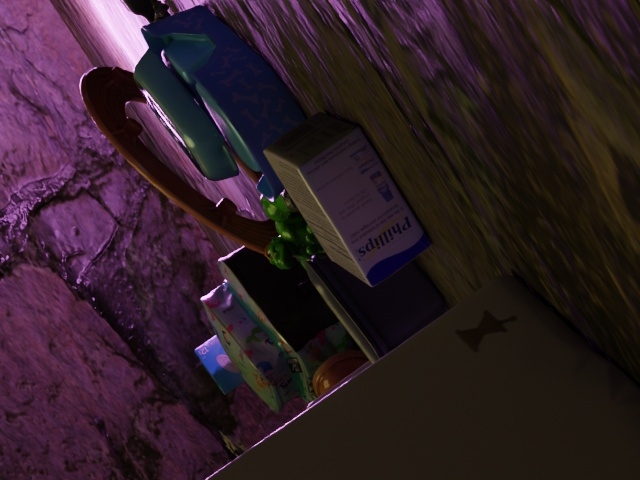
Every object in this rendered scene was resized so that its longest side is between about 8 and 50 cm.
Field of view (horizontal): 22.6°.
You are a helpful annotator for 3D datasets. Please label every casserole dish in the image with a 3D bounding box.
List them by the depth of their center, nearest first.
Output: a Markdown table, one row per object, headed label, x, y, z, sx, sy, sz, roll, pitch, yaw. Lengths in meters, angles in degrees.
| label | x | y | z | sx | sy | sz | roll | pitch | yaw |
| --- | --- | --- | --- | --- | --- | --- | --- | --- | --- |
| casserole dish | -0.154 | -0.136 | 1.786 | 0.188 | 0.037 | 0.114 | 51 | 172 | 34 |

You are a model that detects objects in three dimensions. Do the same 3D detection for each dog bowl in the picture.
| label | x | y | z | sx | sy | sz | roll | pitch | yaw |
| --- | --- | --- | --- | --- | --- | --- | --- | --- | --- |
| dog bowl | -0.097 | -0.159 | 1.747 | 0.297 | 0.074 | 0.166 | 45 | 168 | 51 |

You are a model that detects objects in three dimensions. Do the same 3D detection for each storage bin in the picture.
| label | x | y | z | sx | sy | sz | roll | pitch | yaw |
| --- | --- | --- | --- | --- | --- | --- | --- | --- | --- |
| storage bin | 0.061 | 0.057 | 1.624 | 0.135 | 0.091 | 0.098 | 53 | 173 | 20 |

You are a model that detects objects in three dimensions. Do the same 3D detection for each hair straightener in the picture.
| label | x | y | z | sx | sy | sz | roll | pitch | yaw |
| --- | --- | --- | --- | --- | --- | --- | --- | --- | --- |
| hair straightener | -0.216 | -0.283 | 2.062 | 0.230 | 0.047 | 0.089 | 57 | 173 | -18 |

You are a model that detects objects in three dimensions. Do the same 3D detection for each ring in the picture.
| label | x | y | z | sx | sy | sz | roll | pitch | yaw |
| --- | --- | --- | --- | --- | --- | --- | --- | --- | --- |
| ring | -0.140 | -0.103 | 1.911 | 0.337 | 0.032 | 0.336 | 37 | -163 | -13 |

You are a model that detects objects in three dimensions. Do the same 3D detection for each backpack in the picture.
| label | x | y | z | sx | sy | sz | roll | pitch | yaw |
| --- | --- | --- | --- | --- | --- | --- | --- | --- | --- |
| backpack | -0.043 | 0.137 | 2.355 | 0.225 | 0.191 | 0.253 | 49 | 175 | 37 |

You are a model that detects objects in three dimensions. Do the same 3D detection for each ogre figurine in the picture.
| label | x | y | z | sx | sy | sz | roll | pitch | yaw |
| --- | --- | --- | --- | --- | --- | --- | --- | --- | --- |
| ogre figurine | 0.000 | 0.000 | 1.784 | 0.197 | 0.096 | 0.118 | 32 | 173 | -41 |

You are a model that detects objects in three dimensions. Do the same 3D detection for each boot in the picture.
| label | x | y | z | sx | sy | sz | roll | pitch | yaw |
| --- | --- | --- | --- | --- | --- | --- | --- | --- | --- |
| boot | 0.111 | 0.288 | 2.218 | 0.283 | 0.109 | 0.220 | 54 | -178 | -42 |

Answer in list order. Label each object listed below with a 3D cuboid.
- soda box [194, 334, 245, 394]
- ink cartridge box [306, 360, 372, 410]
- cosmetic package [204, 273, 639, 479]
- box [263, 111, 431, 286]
| label | x | y | z | sx | sy | sz | roll | pitch | yaw |
| --- | --- | --- | --- | --- | --- | --- | --- | --- | --- |
| soda box | -0.099 | 0.161 | 2.669 | 0.067 | 0.210 | 0.071 | 50 | 171 | 37 |
| ink cartridge box | 0.104 | 0.248 | 1.960 | 0.212 | 0.154 | 0.093 | 54 | 173 | 13 |
| cosmetic package | 0.156 | 0.313 | 1.234 | 0.329 | 0.327 | 0.393 | 47 | 168 | 50 |
| box | 0.024 | -0.041 | 1.496 | 0.137 | 0.072 | 0.126 | 58 | 172 | -18 |
